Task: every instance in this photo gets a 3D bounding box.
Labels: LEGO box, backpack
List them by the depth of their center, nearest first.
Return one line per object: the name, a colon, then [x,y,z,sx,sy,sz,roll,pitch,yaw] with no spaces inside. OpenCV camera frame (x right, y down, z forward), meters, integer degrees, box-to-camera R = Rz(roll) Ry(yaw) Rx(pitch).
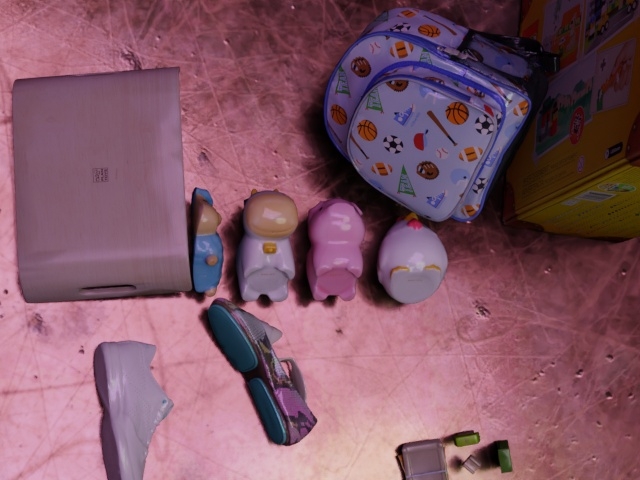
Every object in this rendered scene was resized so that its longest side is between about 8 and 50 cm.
LEGO box: [0.420,-0.224,1.902,0.193,0.500,0.372,9,80,-11]
backpack: [0.137,-0.172,1.957,0.263,0.276,0.213,31,32,11]

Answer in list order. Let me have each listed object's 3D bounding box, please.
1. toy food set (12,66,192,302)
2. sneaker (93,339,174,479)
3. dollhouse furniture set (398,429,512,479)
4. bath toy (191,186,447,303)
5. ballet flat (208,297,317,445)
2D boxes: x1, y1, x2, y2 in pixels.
toy food set: [-0.287,-0.078,1.935,0.220,0.092,0.306,-4,81,-2]
sneaker: [-0.234,0.233,1.899,0.094,0.080,0.212,-2,80,-25]
dollhouse furniture set: [0.185,0.302,2.010,0.152,0.058,0.076,-10,91,5]
bath toy: [0.000,0.000,1.966,0.348,0.151,0.129,5,45,-13]
ballet flat: [-0.072,0.165,1.952,0.079,0.077,0.221,-30,94,-34]
